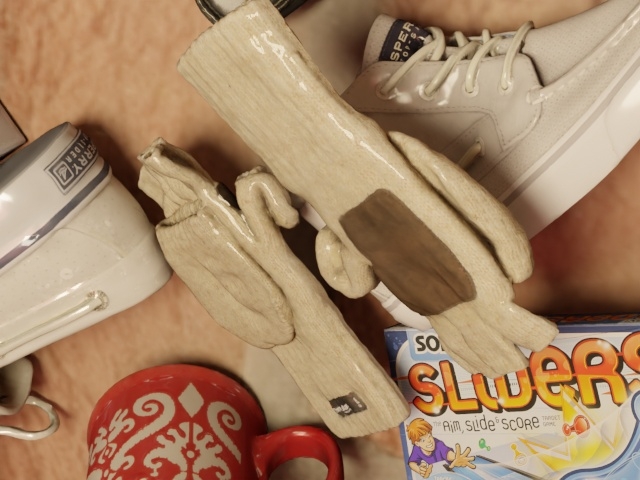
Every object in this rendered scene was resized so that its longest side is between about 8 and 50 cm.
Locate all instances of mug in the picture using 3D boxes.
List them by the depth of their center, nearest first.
[{"bbox_3d":[-0.071,0.154,0.668,0.150,0.169,0.113,-34,115,15],"label":"mug"}]

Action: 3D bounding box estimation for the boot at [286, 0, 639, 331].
[{"bbox_3d":[0.075,-0.068,0.563,0.123,0.095,0.258,41,126,-1],"label":"boot"}]

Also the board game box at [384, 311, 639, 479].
[{"bbox_3d":[0.131,0.105,0.609,0.201,0.035,0.136,-6,95,41],"label":"board game box"}]

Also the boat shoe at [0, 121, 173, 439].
[{"bbox_3d":[-0.232,0.080,0.744,0.367,0.136,0.156,-32,109,23],"label":"boat shoe"}]

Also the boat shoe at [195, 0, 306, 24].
[{"bbox_3d":[0.002,-0.188,0.551,0.084,0.079,0.233,40,122,-2],"label":"boat shoe"}]

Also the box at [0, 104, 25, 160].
[{"bbox_3d":[-0.345,-0.012,0.672,0.262,0.231,0.126,-30,101,28],"label":"box"}]

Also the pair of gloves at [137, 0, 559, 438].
[{"bbox_3d":[0.000,0.000,0.580,0.204,0.042,0.240,44,151,-2],"label":"pair of gloves"}]
